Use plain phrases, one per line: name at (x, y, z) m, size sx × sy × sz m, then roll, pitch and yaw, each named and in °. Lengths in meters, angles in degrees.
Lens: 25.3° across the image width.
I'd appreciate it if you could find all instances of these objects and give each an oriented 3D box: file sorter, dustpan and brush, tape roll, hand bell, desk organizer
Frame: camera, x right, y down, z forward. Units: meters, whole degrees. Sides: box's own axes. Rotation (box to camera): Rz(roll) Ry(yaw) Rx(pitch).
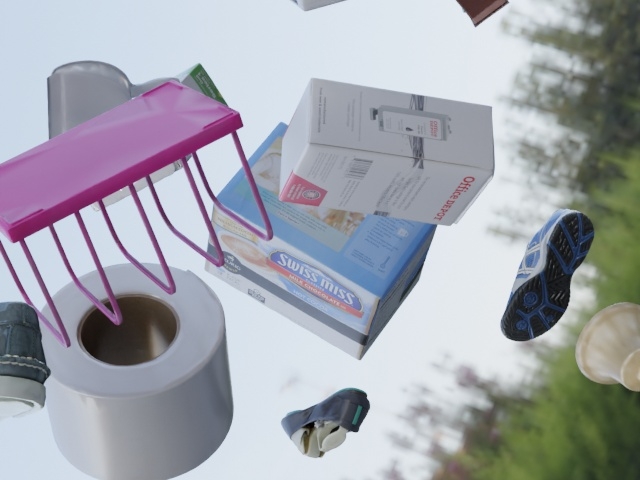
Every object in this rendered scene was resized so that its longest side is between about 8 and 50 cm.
file sorter at (-0.231, -0.031, 1.669) m, size 0.291 × 0.202 × 0.182 m, roll -29°, pitch -62°, yaw -18°
dustpan and brush at (-0.300, -0.208, 2.084) m, size 0.211 × 0.060 × 0.147 m, roll -9°, pitch -50°, yaw -20°
tape roll at (-0.237, 0.170, 1.839) m, size 0.246 × 0.246 × 0.169 m, roll -53°, pitch -28°, yaw -42°
hand bell at (0.443, 0.190, 1.866) m, size 0.242 × 0.126 × 0.126 m, roll -125°, pitch 44°, yaw -61°
desk organizer at (0.163, -0.297, 1.589) m, size 0.050 × 0.047 × 0.130 m, roll 44°, pitch -162°, yaw -34°

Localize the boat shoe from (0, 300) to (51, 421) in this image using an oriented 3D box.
boat shoe at (-0.358, 0.128, 1.383) m, size 0.116 × 0.319 × 0.099 m, roll 12°, pitch -109°, yaw -36°

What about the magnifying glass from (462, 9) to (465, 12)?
magnifying glass at (0.190, -0.407, 1.822) m, size 0.092 × 0.026 × 0.231 m, roll -83°, pitch -10°, yaw -75°

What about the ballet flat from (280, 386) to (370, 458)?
ballet flat at (-0.001, 0.252, 1.904) m, size 0.203 × 0.074 × 0.074 m, roll -35°, pitch 20°, yaw 55°

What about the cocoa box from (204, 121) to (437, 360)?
cocoa box at (0.000, 0.000, 2.549) m, size 0.231 × 0.347 × 0.228 m, roll -53°, pitch -13°, yaw -32°

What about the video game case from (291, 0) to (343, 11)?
video game case at (0.056, -0.339, 1.858) m, size 0.173 × 0.190 × 0.022 m, roll -119°, pitch 14°, yaw -73°

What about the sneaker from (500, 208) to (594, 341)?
sneaker at (0.322, 0.050, 2.043) m, size 0.211 × 0.080 × 0.081 m, roll -61°, pitch 14°, yaw 10°

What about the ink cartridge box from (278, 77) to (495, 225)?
ink cartridge box at (0.096, -0.127, 2.136) m, size 0.207 × 0.283 × 0.117 m, roll 121°, pitch 154°, yaw -63°

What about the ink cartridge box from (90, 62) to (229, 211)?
ink cartridge box at (-0.308, -0.188, 2.557) m, size 0.117 × 0.201 × 0.278 m, roll 58°, pitch -153°, yaw -15°
